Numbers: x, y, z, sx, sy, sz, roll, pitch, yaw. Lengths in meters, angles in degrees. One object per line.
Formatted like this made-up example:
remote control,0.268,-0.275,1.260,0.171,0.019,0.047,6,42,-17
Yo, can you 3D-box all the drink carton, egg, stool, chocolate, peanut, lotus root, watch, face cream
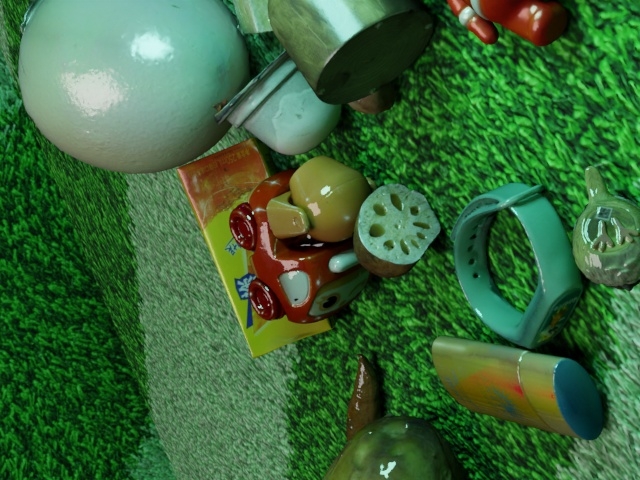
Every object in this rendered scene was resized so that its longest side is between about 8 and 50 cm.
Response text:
drink carton,-0.105,0.010,2.086,0.111,0.155,0.351,-33,-78,-81
egg,-0.263,-0.276,1.976,0.340,0.354,0.354,13,123,43
stool,0.004,-0.330,1.577,0.264,0.179,0.179,58,154,20
chocolate,-0.048,-0.201,1.821,0.147,0.221,0.221,51,157,-11
peanut,0.050,-0.240,1.692,0.152,0.076,0.076,58,154,13
lotus root,0.100,-0.012,1.728,0.112,0.122,0.081,39,158,2
watch,0.247,0.027,1.539,0.195,0.068,0.237,57,157,26
face cream,0.264,0.195,1.623,0.139,0.067,0.285,53,159,-18

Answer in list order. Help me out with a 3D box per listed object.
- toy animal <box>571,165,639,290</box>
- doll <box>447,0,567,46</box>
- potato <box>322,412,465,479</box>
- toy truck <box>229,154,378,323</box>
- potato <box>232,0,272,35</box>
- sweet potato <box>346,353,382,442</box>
toy animal,0.320,-0.009,1.341,0.098,0.098,0.137,114,149,-57
doll,0.148,-0.343,1.386,0.336,0.105,0.199,38,145,34
potato,0.123,0.388,1.904,0.289,0.301,0.237,-161,78,-76
toy truck,0.000,0.000,1.868,0.239,0.189,0.264,0,112,54
potato,-0.099,-0.379,1.881,0.086,0.061,0.122,10,119,64
sweet potato,0.074,0.325,2.119,0.066,0.072,0.314,-123,20,-53
